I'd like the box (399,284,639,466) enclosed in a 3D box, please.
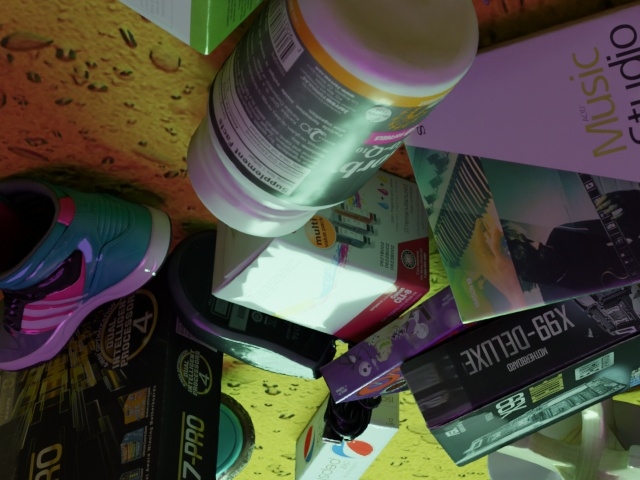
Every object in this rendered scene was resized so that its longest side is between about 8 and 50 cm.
[{"bbox_3d":[0.222,0.137,1.655,0.242,0.076,0.307,-25,162,2],"label":"box"}]

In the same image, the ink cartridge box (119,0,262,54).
[{"bbox_3d":[-0.153,-0.284,1.181,0.255,0.097,0.188,34,150,14],"label":"ink cartridge box"}]

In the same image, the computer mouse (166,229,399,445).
[{"bbox_3d":[-0.055,0.089,1.688,0.272,0.188,0.072,29,148,-20],"label":"computer mouse"}]

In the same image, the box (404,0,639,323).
[{"bbox_3d":[0.238,-0.075,1.367,0.322,0.232,0.058,-15,-172,26],"label":"box"}]

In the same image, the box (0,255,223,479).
[{"bbox_3d":[-0.246,0.245,1.712,0.318,0.394,0.097,-25,140,36],"label":"box"}]

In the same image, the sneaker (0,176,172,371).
[{"bbox_3d":[-0.309,0.033,1.631,0.178,0.123,0.295,24,134,-37],"label":"sneaker"}]

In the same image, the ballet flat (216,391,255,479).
[{"bbox_3d":[-0.301,0.294,2.002,0.483,0.164,0.182,-17,164,6],"label":"ballet flat"}]

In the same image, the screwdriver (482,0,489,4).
[{"bbox_3d":[0.106,-0.240,1.290,0.025,0.024,0.170,-42,140,10],"label":"screwdriver"}]

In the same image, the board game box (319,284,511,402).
[{"bbox_3d":[0.186,0.058,1.586,0.347,0.056,0.208,-35,157,31],"label":"board game box"}]

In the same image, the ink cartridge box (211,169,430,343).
[{"bbox_3d":[0.000,0.000,1.560,0.176,0.128,0.127,19,143,-25],"label":"ink cartridge box"}]

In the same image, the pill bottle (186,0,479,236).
[{"bbox_3d":[0.000,-0.124,1.339,0.162,0.162,0.278,16,145,-20],"label":"pill bottle"}]

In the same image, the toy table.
[{"bbox_3d":[0.312,0.258,1.856,0.274,0.252,0.161,-6,159,20],"label":"toy table"}]

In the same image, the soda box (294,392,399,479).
[{"bbox_3d":[0.031,0.245,1.991,0.074,0.069,0.216,11,147,-14],"label":"soda box"}]
